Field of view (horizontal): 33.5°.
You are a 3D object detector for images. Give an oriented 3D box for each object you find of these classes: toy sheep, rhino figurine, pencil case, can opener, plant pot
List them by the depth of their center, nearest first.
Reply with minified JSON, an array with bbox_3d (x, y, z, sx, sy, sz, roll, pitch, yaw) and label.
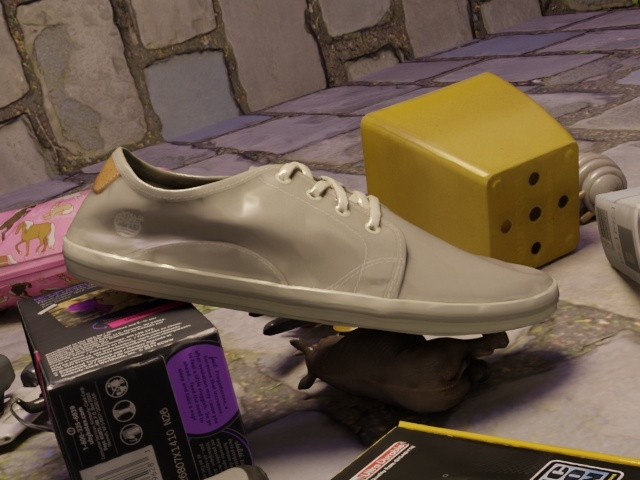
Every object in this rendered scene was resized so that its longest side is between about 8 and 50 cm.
[{"bbox_3d":[0.055,0.114,1.017,0.106,0.073,0.243,-24,17,-41],"label":"rhino figurine"},{"bbox_3d":[-0.019,0.071,1.175,0.073,0.059,0.186,-54,-11,22],"label":"can opener"},{"bbox_3d":[-0.311,0.135,1.214,0.076,0.095,0.283,-5,25,27],"label":"can opener"},{"bbox_3d":[0.196,-0.059,1.285,0.212,0.212,0.187,-22,31,-27],"label":"plant pot"},{"bbox_3d":[0.352,-0.071,1.383,0.091,0.091,0.132,-18,30,-13],"label":"toy sheep"},{"bbox_3d":[-0.359,0.007,1.536,0.386,0.167,0.160,-14,-28,20],"label":"pencil case"}]

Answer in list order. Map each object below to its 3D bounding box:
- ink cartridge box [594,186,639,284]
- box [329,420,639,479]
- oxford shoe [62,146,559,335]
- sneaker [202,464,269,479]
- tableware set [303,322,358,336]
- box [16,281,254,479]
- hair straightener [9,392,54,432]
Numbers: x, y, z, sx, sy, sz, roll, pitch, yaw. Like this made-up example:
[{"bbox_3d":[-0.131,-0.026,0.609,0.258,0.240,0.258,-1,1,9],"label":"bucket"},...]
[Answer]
[{"bbox_3d":[0.479,-0.041,1.031,0.385,0.091,0.308,-14,1,9],"label":"ink cartridge box"},{"bbox_3d":[0.060,0.227,0.620,0.257,0.079,0.322,3,23,42],"label":"box"},{"bbox_3d":[0.000,0.000,0.946,0.449,0.130,0.169,9,6,-4],"label":"oxford shoe"},{"bbox_3d":[-0.156,0.222,0.766,0.271,0.108,0.100,-20,15,-25],"label":"sneaker"},{"bbox_3d":[0.032,0.090,1.218,0.154,0.024,0.104,1,18,45],"label":"tableware set"},{"bbox_3d":[-0.173,0.138,0.957,0.143,0.165,0.270,-17,16,-16],"label":"box"},{"bbox_3d":[-0.216,0.153,1.140,0.230,0.047,0.089,-14,22,-28],"label":"hair straightener"}]
